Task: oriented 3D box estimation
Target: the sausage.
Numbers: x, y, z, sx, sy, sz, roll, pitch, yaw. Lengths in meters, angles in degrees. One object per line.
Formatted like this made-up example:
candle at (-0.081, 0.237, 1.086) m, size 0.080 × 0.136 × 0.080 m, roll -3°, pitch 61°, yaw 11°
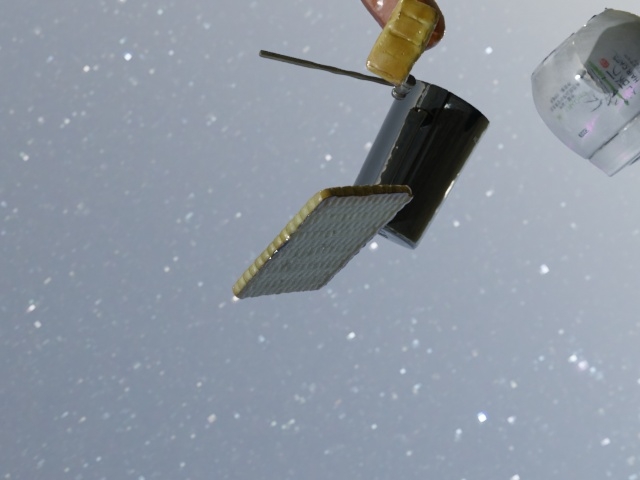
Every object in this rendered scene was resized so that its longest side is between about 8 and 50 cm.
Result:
sausage at (0.160, -0.497, 2.220) m, size 0.133 × 0.133 × 0.258 m, roll -4°, pitch -127°, yaw -56°

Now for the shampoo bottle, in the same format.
shampoo bottle at (0.566, -0.283, 2.069) m, size 0.266 × 0.273 × 0.273 m, roll 50°, pitch -152°, yaw 9°

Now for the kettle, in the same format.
kettle at (0.196, -0.150, 2.181) m, size 0.203 × 0.308 × 0.262 m, roll 29°, pitch 176°, yaw -14°

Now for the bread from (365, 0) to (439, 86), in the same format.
bread at (0.125, -0.302, 1.637) m, size 0.074 × 0.132 × 0.053 m, roll 30°, pitch 179°, yaw 2°

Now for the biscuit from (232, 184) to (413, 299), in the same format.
biscuit at (0.000, 0.000, 1.471) m, size 0.172 × 0.254 × 0.029 m, roll -4°, pitch -121°, yaw -41°

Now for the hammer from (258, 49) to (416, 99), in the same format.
hammer at (0.029, -0.301, 1.917) m, size 0.292 × 0.058 × 0.029 m, roll 10°, pitch -117°, yaw -18°
